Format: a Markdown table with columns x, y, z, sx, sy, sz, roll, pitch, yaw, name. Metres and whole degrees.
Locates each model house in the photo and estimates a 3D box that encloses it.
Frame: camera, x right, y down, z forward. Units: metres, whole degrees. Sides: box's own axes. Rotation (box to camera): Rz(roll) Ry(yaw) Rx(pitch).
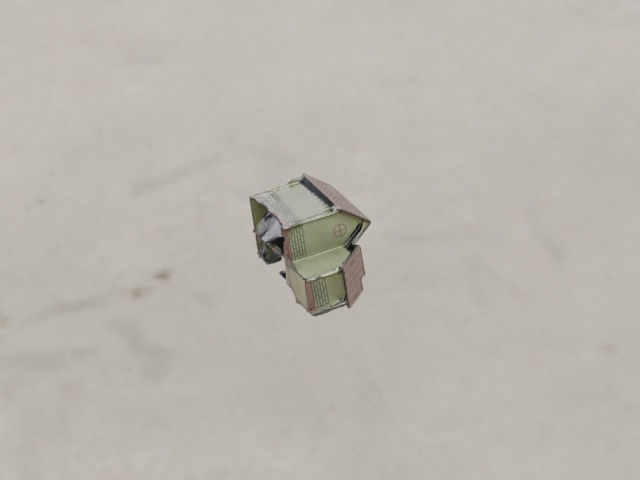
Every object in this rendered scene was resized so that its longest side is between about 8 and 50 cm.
| x | y | z | sx | sy | sz | roll | pitch | yaw | name |
| --- | --- | --- | --- | --- | --- | --- | --- | --- | --- |
| 0.000 | 0.000 | 1.031 | 0.058 | 0.057 | 0.083 | -18 | 29 | -19 | model house |
